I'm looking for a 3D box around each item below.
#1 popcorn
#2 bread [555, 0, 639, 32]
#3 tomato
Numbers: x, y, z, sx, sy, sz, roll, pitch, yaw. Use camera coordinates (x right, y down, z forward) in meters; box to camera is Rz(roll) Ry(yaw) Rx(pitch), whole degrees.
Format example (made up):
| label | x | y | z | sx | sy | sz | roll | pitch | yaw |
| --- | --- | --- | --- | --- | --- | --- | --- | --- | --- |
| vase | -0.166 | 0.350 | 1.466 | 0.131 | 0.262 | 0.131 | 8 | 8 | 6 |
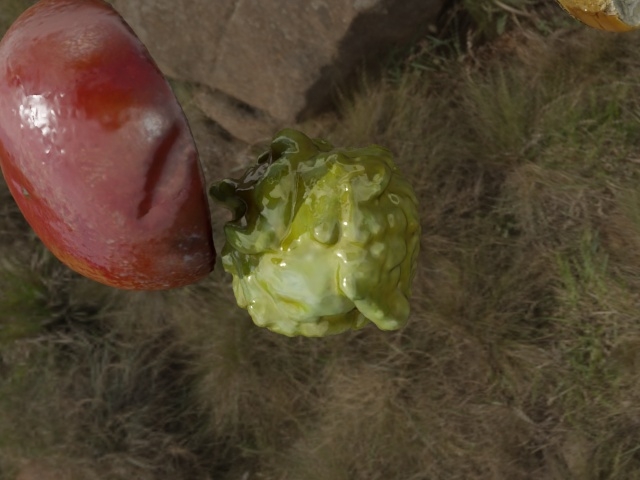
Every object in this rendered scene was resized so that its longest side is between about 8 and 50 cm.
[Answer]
| label | x | y | z | sx | sy | sz | roll | pitch | yaw |
| --- | --- | --- | --- | --- | --- | --- | --- | --- | --- |
| popcorn | 0.000 | 0.000 | 0.869 | 0.255 | 0.195 | 0.256 | 50 | 132 | 4 |
| bread | 0.275 | -0.243 | 0.759 | 0.077 | 0.083 | 0.070 | -50 | 40 | 11 |
| tomato | -0.245 | -0.080 | 0.822 | 0.338 | 0.143 | 0.338 | 42 | 150 | 32 |
